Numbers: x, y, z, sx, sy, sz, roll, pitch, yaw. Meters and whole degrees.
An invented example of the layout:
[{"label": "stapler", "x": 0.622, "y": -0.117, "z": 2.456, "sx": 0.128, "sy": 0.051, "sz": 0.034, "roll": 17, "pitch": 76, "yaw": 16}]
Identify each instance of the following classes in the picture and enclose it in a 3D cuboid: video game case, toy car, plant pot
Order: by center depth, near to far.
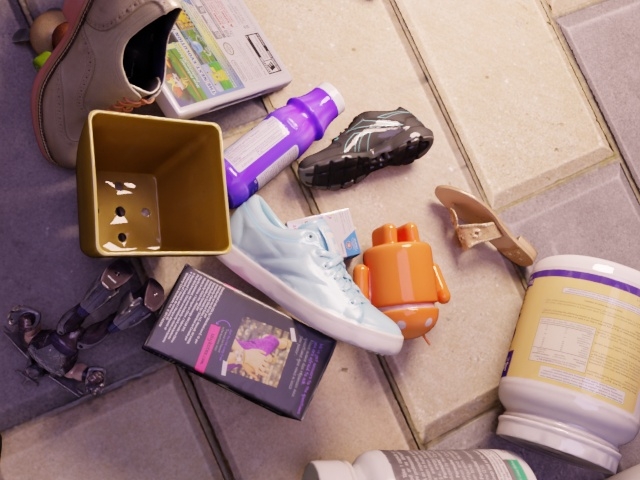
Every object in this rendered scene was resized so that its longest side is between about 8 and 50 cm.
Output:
[{"label": "plant pot", "x": -0.285, "y": -0.065, "z": 1.121, "sx": 0.212, "sy": 0.187, "sz": 0.212, "roll": 0, "pitch": 78, "yaw": -36}, {"label": "toy car", "x": -0.436, "y": -0.329, "z": 1.202, "sx": 0.188, "sy": 0.149, "sz": 0.155, "roll": 36, "pitch": 66, "yaw": 24}, {"label": "video game case", "x": -0.231, "y": -0.377, "z": 1.219, "sx": 0.300, "sy": 0.036, "sz": 0.329, "roll": -32, "pitch": 89, "yaw": -47}]

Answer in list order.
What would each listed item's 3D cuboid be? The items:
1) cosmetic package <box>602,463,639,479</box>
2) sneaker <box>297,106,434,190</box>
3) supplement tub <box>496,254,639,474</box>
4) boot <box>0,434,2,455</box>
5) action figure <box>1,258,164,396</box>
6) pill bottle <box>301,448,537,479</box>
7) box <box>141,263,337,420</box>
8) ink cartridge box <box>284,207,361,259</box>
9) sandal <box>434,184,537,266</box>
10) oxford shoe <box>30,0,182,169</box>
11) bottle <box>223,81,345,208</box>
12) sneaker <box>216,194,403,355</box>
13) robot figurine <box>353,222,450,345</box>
[{"label": "cosmetic package", "x": 0.555, "y": 0.538, "z": 1.265, "sx": 0.365, "sy": 0.155, "sz": 0.197, "roll": -18, "pitch": 82, "yaw": -16}, {"label": "sneaker", "x": 0.074, "y": -0.173, "z": 1.316, "sx": 0.267, "sy": 0.101, "sz": 0.106, "roll": -19, "pitch": 63, "yaw": -16}, {"label": "supplement tub", "x": 0.456, "y": 0.217, "z": 1.253, "sx": 0.241, "sy": 0.241, "sz": 0.331, "roll": 24, "pitch": 75, "yaw": -9}, {"label": "boot", "x": -0.610, "y": 0.379, "z": 1.037, "sx": 0.229, "sy": 0.091, "sz": 0.263, "roll": 9, "pitch": 74, "yaw": -7}, {"label": "action figure", "x": -0.375, "y": 0.142, "z": 1.077, "sx": 0.285, "sy": 0.099, "sz": 0.185, "roll": -39, "pitch": 116, "yaw": 20}, {"label": "pill bottle", "x": 0.158, "y": 0.445, "z": 1.152, "sx": 0.361, "sy": 0.204, "sz": 0.204, "roll": 4, "pitch": 79, "yaw": -14}, {"label": "box", "x": -0.135, "y": 0.169, "z": 1.146, "sx": 0.270, "sy": 0.165, "sz": 0.143, "roll": 28, "pitch": 74, "yaw": -9}, {"label": "ink cartridge box", "x": 0.000, "y": 0.000, "z": 1.272, "sx": 0.122, "sy": 0.052, "sz": 0.088, "roll": -14, "pitch": 83, "yaw": -15}, {"label": "sandal", "x": 0.303, "y": -0.006, "z": 1.333, "sx": 0.240, "sy": 0.088, "sz": 0.079, "roll": 36, "pitch": 67, "yaw": -11}, {"label": "oxford shoe", "x": -0.326, "y": -0.234, "z": 1.066, "sx": 0.146, "sy": 0.397, "sz": 0.140, "roll": 42, "pitch": 42, "yaw": 10}, {"label": "bottle", "x": -0.077, "y": -0.174, "z": 1.249, "sx": 0.283, "sy": 0.118, "sz": 0.092, "roll": -42, "pitch": 91, "yaw": -17}, {"label": "sneaker", "x": -0.006, "y": 0.047, "z": 1.150, "sx": 0.366, "sy": 0.135, "sz": 0.150, "roll": 31, "pitch": 97, "yaw": 13}, {"label": "robot figurine", "x": 0.144, "y": 0.080, "z": 1.255, "sx": 0.158, "sy": 0.128, "sz": 0.219, "roll": 9, "pitch": 73, "yaw": -57}]
